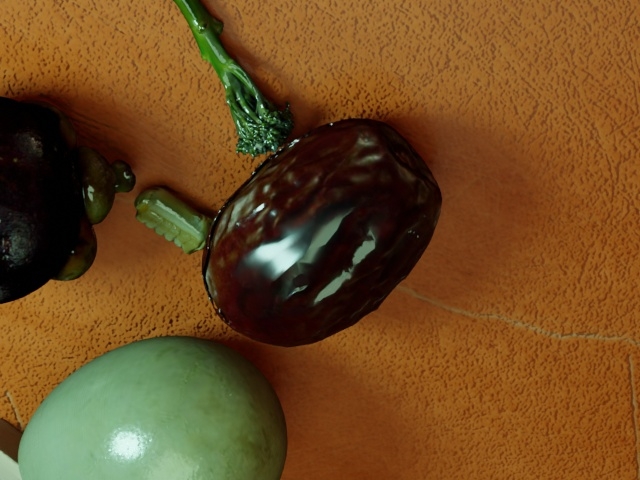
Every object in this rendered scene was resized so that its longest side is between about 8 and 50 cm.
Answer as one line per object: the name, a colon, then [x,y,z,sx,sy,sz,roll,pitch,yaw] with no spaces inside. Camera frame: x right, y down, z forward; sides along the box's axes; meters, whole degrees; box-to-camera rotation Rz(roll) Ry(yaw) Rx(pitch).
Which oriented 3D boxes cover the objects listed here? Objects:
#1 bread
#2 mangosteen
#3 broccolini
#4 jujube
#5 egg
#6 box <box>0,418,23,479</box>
bread: [-0.149,-0.022,1.724,0.088,0.033,0.049,32,129,-10]
mangosteen: [-0.293,-0.042,1.640,0.250,0.211,0.211,-9,123,-29]
broccolini: [-0.095,-0.176,1.626,0.067,0.058,0.216,-22,115,16]
jujube: [0.000,0.000,1.652,0.243,0.183,0.183,-38,111,18]
egg: [-0.177,0.210,1.749,0.295,0.218,0.218,-9,119,24]
box: [-0.332,0.256,1.851,0.122,0.089,0.062,39,103,-18]
